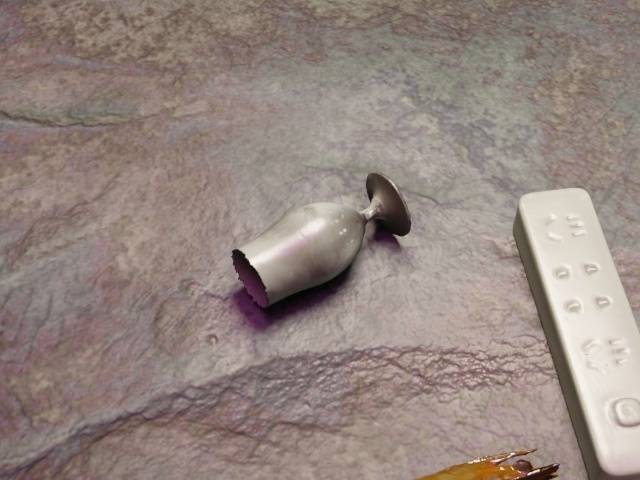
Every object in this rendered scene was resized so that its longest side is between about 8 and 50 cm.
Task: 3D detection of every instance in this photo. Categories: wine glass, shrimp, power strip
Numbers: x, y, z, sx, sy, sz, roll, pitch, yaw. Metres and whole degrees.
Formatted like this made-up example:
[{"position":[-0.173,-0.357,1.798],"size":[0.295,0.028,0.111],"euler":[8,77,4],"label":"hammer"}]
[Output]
[{"position":[0.000,0.000,1.084],"size":[0.202,0.093,0.093],"euler":[-27,57,-20],"label":"wine glass"},{"position":[0.129,0.283,0.891],"size":[0.249,0.068,0.150],"euler":[-31,71,-15],"label":"shrimp"},{"position":[0.298,0.105,1.018],"size":[0.091,0.062,0.385],"euler":[-8,52,-1],"label":"power strip"}]
